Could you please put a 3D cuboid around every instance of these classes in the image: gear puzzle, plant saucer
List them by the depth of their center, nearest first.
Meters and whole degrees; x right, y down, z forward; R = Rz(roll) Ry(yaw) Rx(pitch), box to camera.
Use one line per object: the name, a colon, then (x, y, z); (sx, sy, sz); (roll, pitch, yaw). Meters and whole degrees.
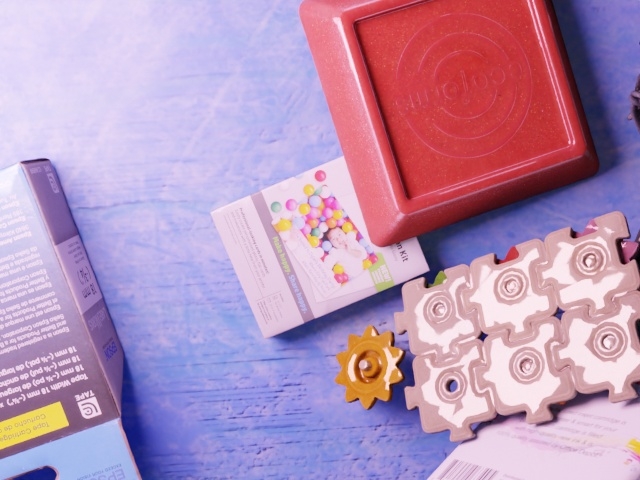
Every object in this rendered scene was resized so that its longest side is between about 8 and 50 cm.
gear puzzle: (0.160, 0.104, 0.960); (0.338, 0.044, 0.176); (-21, 62, 29)
plant saucer: (0.138, -0.151, 0.979); (0.258, 0.048, 0.259); (-18, 96, -8)

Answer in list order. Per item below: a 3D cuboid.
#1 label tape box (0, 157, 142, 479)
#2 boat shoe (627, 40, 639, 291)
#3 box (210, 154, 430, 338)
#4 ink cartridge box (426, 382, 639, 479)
label tape box: (-0.337, 0.114, 0.990); (0.240, 0.106, 0.334); (-19, 97, 2)
boat shoe: (0.368, -0.138, 0.938); (0.156, 0.187, 0.500); (21, 101, 9)
box: (0.000, 0.000, 1.018); (0.186, 0.038, 0.145); (-22, 96, 0)
ink cartridge box: (0.240, 0.264, 0.900); (0.270, 0.198, 0.197); (-40, 112, -28)
